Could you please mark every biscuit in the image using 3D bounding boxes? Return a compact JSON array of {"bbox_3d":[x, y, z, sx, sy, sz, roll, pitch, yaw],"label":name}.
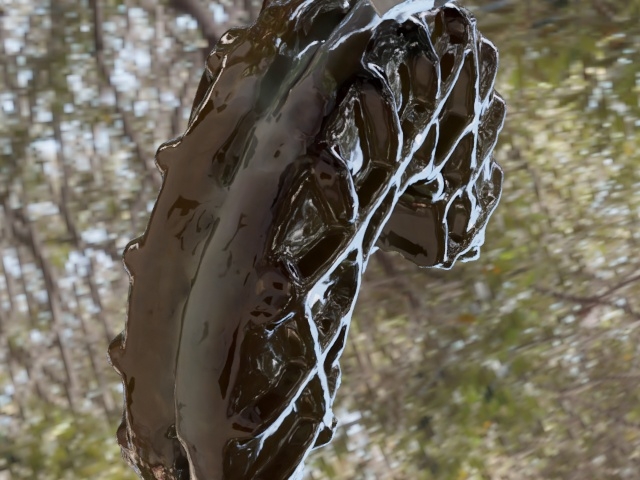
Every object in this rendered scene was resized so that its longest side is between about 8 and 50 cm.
[{"bbox_3d":[0.003,-0.019,0.998,0.115,0.366,0.268,17,-43,20],"label":"biscuit"}]

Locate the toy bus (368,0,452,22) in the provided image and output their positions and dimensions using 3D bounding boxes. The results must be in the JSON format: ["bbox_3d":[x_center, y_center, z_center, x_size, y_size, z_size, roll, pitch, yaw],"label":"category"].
[{"bbox_3d":[0.111,-0.189,0.444,0.138,0.097,0.342,59,-42,12],"label":"toy bus"}]
